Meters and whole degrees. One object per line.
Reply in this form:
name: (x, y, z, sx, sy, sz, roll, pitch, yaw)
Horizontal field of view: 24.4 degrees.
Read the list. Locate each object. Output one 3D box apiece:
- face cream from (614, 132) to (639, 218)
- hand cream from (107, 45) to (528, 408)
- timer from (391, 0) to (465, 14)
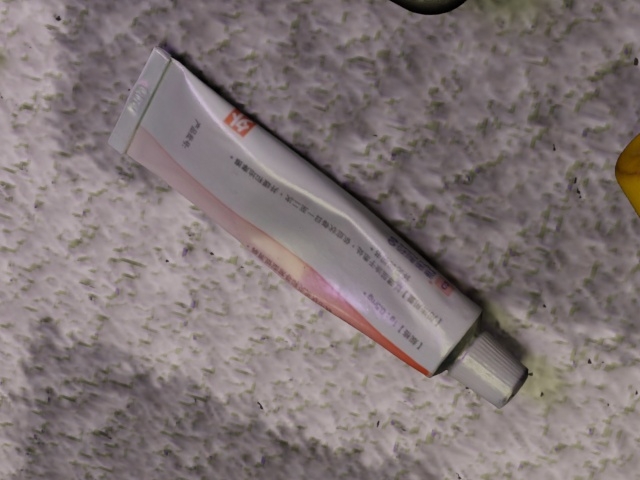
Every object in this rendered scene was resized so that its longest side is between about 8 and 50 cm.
face cream: (0.215, 0.065, 0.572, 0.078, 0.078, 0.273, -28, 102, 29)
hand cream: (-0.001, 0.001, 0.653, 0.216, 0.038, 0.052, 39, 97, 7)
timer: (0.002, -0.186, 0.549, 0.187, 0.055, 0.144, 29, 114, 1)
